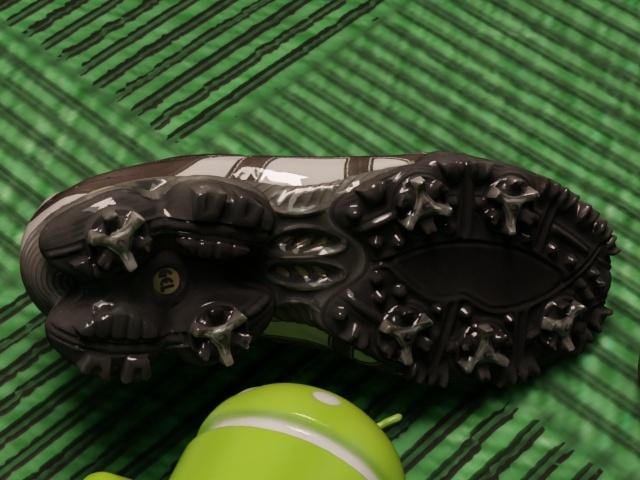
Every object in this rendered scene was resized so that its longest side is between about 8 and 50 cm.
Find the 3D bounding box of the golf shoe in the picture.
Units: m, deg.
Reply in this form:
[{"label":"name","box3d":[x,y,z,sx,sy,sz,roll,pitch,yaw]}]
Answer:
[{"label":"golf shoe","box3d":[0.000,0.000,0.551,0.198,0.077,0.094,5,12,-23]}]

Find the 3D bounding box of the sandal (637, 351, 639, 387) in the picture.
[{"label":"sandal","box3d":[0.161,0.008,0.563,0.072,0.049,0.180,25,52,22]}]

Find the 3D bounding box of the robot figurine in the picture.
[{"label":"robot figurine","box3d":[-0.017,0.089,0.476,0.101,0.067,0.115,6,46,25]}]
